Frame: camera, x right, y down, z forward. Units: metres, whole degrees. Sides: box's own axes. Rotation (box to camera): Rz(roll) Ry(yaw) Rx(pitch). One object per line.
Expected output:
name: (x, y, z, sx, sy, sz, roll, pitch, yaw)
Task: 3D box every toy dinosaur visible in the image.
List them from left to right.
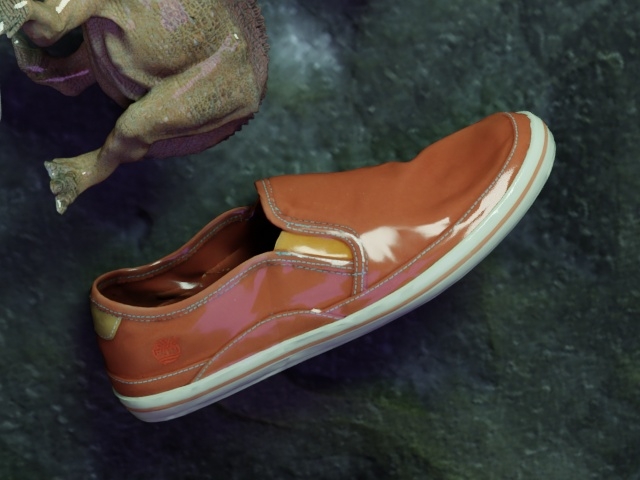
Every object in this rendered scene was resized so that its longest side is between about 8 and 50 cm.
toy dinosaur: (-0.077, -0.127, 0.894, 0.200, 0.127, 0.295, -16, 140, -5)

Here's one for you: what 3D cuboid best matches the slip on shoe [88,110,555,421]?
slip on shoe: (0.000, 0.000, 1.032, 0.331, 0.123, 0.101, -27, 115, 1)
